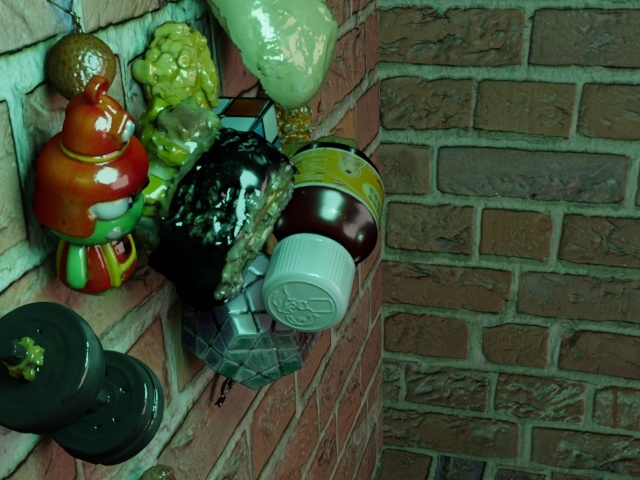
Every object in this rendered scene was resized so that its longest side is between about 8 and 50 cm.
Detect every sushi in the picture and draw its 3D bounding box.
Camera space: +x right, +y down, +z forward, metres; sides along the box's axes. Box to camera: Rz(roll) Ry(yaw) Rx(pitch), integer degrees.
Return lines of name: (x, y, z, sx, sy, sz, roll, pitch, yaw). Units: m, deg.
sushi: (-0.222, -0.070, 1.539, 0.328, 0.285, 0.328, -64, 177, 0)

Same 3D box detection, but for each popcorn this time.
popcorn: (-0.259, -0.307, 1.618, 0.163, 0.140, 0.194, -67, 155, -62)

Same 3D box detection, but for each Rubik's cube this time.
Rubik's cube: (-0.193, -0.187, 1.806, 0.183, 0.180, 0.167, -63, 152, -50)
Rubik's cube: (-0.149, 0.163, 1.905, 0.264, 0.319, 0.319, -58, 163, 1)

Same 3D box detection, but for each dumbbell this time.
dumbbell: (-0.365, 0.221, 1.296, 0.388, 0.185, 0.185, 62, 35, -62)

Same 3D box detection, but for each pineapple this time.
pineapple: (-0.096, -0.280, 2.223, 0.164, 0.140, 0.249, -58, 152, -56)

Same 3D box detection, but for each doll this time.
doll: (-0.340, -0.084, 1.300, 0.182, 0.160, 0.363, -60, 170, -52)

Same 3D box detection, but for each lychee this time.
lychee: (-0.360, -0.274, 1.318, 0.114, 0.101, 0.140, 37, 64, -61)

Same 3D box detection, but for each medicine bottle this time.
medicine bottle: (0.000, 0.000, 1.767, 0.242, 0.243, 0.395, 79, 16, -45)

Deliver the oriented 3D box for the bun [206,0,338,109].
bun: (-0.084, -0.462, 1.809, 0.364, 0.202, 0.364, 54, 13, -19)

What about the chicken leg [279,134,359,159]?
chicken leg: (-0.060, -0.186, 2.010, 0.409, 0.295, 0.182, 39, 45, -37)

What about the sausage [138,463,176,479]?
sausage: (-0.324, 0.641, 1.747, 0.094, 0.094, 0.418, -132, -140, -69)

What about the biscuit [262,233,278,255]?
biscuit: (-0.148, -0.033, 2.221, 0.329, 0.078, 0.335, 71, 28, -61)

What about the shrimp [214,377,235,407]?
shrimp: (-0.218, 0.266, 2.099, 0.262, 0.117, 0.066, -61, -170, -19)
